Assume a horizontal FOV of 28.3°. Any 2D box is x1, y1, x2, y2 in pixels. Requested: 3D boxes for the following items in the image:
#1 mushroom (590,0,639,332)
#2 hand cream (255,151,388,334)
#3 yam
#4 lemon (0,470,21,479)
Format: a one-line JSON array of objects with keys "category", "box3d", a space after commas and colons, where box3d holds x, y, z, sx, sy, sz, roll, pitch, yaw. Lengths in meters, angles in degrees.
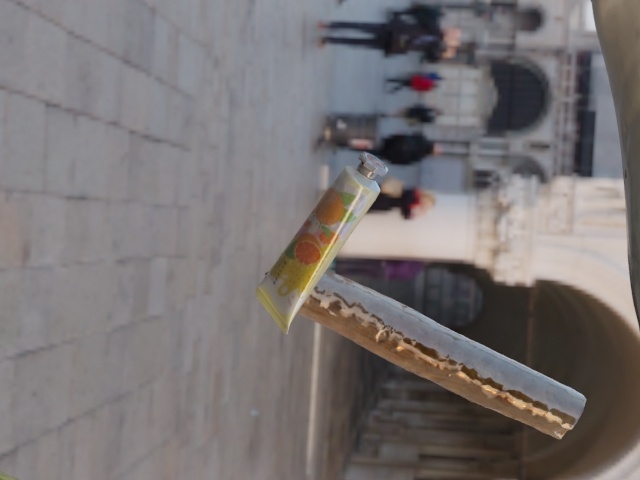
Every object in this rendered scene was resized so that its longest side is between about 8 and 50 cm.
[{"category": "mushroom", "box3d": [0.139, -0.067, 0.439, 0.109, 0.097, 0.351, 52, 33, -73]}, {"category": "hand cream", "box3d": [0.000, 0.000, 0.648, 0.022, 0.035, 0.102, 13, 119, -48]}, {"category": "yam", "box3d": [0.077, 0.080, 0.975, 0.046, 0.264, 0.046, -155, -90, -88]}, {"category": "lemon", "box3d": [-0.132, 0.179, 0.339, 0.267, 0.267, 0.267, 3, 90, -85]}]
